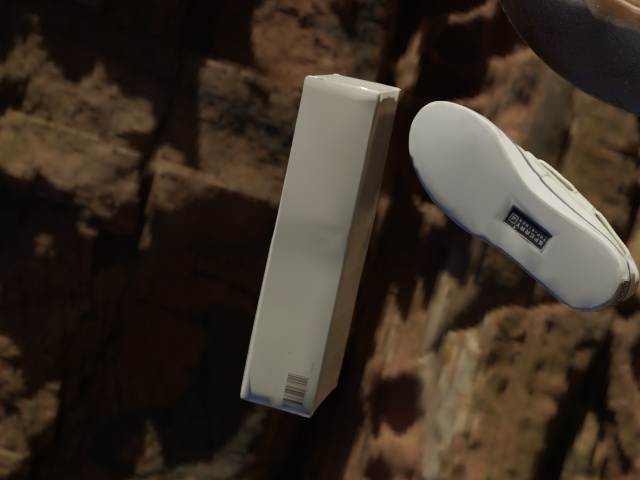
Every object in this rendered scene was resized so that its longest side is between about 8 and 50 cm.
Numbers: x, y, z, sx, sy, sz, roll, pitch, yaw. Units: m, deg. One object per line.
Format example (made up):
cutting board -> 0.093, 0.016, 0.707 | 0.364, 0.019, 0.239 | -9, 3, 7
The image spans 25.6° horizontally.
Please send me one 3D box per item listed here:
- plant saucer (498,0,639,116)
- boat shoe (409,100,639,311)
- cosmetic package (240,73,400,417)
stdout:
plant saucer -> 0.253, -0.219, 0.873 | 0.050, 0.310, 0.311 | 62, -139, -67
boat shoe -> 0.198, -0.036, 1.350 | 0.088, 0.267, 0.096 | -3, -52, -59
cosmetic package -> 0.000, 0.000, 1.037 | 0.099, 0.060, 0.239 | -25, -52, -75
